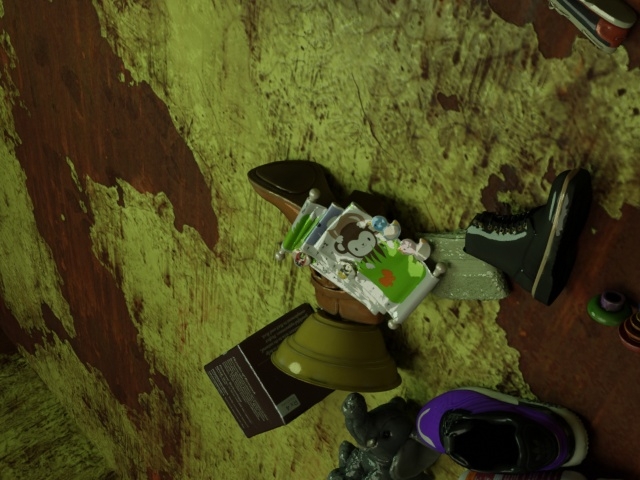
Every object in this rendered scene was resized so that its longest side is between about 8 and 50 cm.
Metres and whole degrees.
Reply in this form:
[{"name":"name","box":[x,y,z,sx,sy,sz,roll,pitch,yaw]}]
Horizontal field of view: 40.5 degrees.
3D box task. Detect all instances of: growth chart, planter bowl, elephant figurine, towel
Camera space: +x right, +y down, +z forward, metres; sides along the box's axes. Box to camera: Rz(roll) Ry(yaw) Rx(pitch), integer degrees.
[{"name":"growth chart","box":[0.056,0.024,1.256,0.237,0.021,0.172,33,129,11]},{"name":"planter bowl","box":[0.033,0.166,1.408,0.217,0.217,0.090,19,103,46]},{"name":"elephant figurine","box":[0.115,0.334,1.423,0.169,0.186,0.239,24,120,14]},{"name":"towel","box":[0.193,0.036,1.201,0.148,0.027,0.110,-3,114,55]}]

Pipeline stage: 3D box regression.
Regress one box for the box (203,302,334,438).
[{"name":"box","box":[-0.083,0.247,1.623,0.167,0.168,0.203,58,148,4]}]

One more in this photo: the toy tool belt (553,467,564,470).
[{"name":"toy tool belt","box":[0.321,0.335,1.243,0.052,0.051,0.083,16,127,48]}]

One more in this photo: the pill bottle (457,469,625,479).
[{"name":"pill bottle","box":[0.301,0.373,1.174,0.221,0.121,0.121,-7,112,28]}]

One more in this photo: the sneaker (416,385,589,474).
[{"name":"sneaker","box":[0.215,0.271,1.228,0.293,0.146,0.102,-9,87,53]}]

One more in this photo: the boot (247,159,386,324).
[{"name":"boot","box":[0.000,0.000,1.382,0.284,0.109,0.220,21,133,32]}]

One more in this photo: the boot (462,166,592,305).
[{"name":"boot","box":[0.236,-0.021,1.034,0.137,0.077,0.197,31,138,27]}]

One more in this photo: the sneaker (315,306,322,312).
[{"name":"sneaker","box":[0.013,0.144,1.534,0.069,0.038,0.098,39,133,33]}]

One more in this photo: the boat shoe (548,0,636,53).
[{"name":"boat shoe","box":[0.253,-0.243,0.873,0.137,0.049,0.043,43,147,17]}]

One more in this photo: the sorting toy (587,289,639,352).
[{"name":"sorting toy","box":[0.353,0.081,0.985,0.102,0.061,0.042,-127,28,-46]}]
